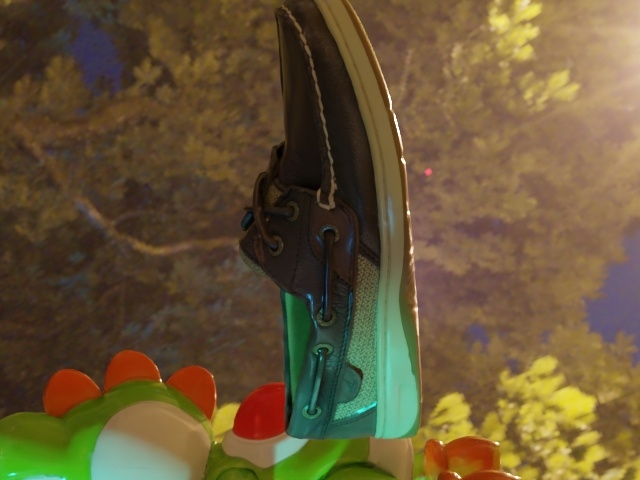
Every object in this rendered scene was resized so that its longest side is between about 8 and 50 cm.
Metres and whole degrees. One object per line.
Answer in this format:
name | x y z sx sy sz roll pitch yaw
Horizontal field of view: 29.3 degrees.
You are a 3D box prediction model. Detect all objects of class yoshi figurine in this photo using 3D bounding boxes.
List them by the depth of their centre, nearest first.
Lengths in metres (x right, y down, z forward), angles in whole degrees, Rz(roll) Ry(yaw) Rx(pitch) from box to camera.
yoshi figurine | -0.055 0.207 0.833 0.362 0.203 0.203 7 -135 1

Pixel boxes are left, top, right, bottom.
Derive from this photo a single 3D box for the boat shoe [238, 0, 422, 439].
boat shoe | 0.000 0.000 0.373 0.056 0.049 0.152 -122 20 -65
